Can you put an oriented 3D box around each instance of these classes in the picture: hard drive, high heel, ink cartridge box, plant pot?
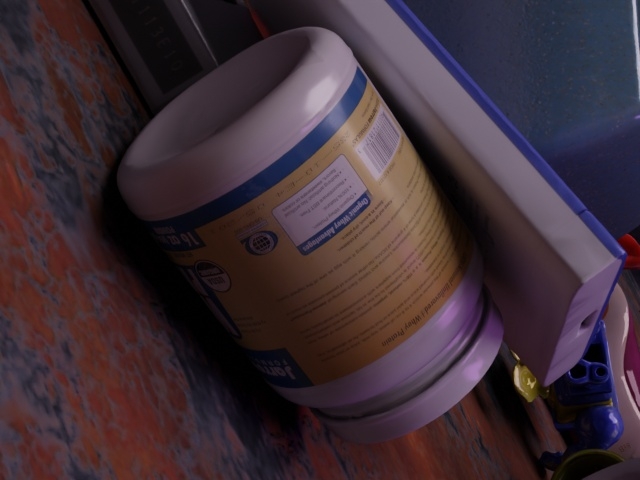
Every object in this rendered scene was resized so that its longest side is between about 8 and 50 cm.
[{"bbox_3d":[0.057,-0.067,0.778,0.318,0.040,0.210,52,-9,19],"label":"hard drive"},{"bbox_3d":[0.312,0.181,1.405,0.181,0.127,0.377,64,10,-56],"label":"high heel"},{"bbox_3d":[-0.118,-0.225,0.856,0.275,0.060,0.239,60,19,-4],"label":"ink cartridge box"},{"bbox_3d":[0.157,-0.112,1.022,0.248,0.252,0.247,35,52,-55],"label":"plant pot"}]

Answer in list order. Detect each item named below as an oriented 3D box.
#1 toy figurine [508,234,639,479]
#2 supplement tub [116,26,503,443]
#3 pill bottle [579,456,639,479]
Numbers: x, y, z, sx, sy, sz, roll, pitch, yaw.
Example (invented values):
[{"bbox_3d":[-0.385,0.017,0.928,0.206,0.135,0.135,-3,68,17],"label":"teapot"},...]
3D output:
[{"bbox_3d":[0.277,0.143,1.183,0.217,0.191,0.362,58,22,-74],"label":"toy figurine"},{"bbox_3d":[0.000,0.000,0.695,0.199,0.144,0.144,54,19,-22],"label":"supplement tub"},{"bbox_3d":[0.268,0.319,0.936,0.283,0.160,0.160,61,17,-1],"label":"pill bottle"}]
